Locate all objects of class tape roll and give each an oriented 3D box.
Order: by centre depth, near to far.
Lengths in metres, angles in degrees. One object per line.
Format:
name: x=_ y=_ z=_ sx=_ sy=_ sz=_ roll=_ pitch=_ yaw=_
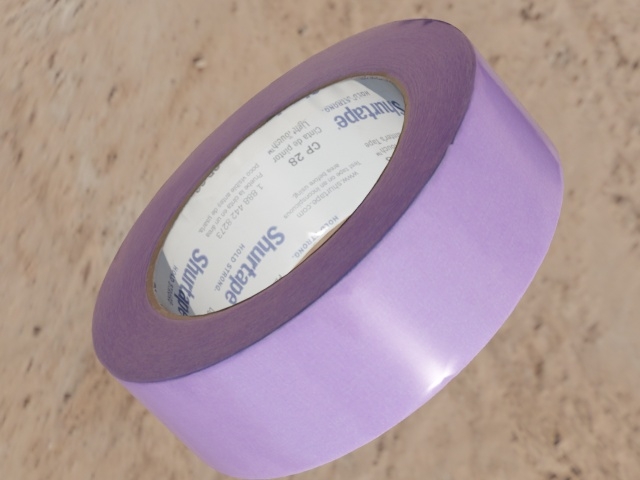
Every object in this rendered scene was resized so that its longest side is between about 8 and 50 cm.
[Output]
tape roll: x=0.000 y=0.000 z=0.944 sx=0.275 sy=0.275 sz=0.090 roll=-42 pitch=116 yaw=4
